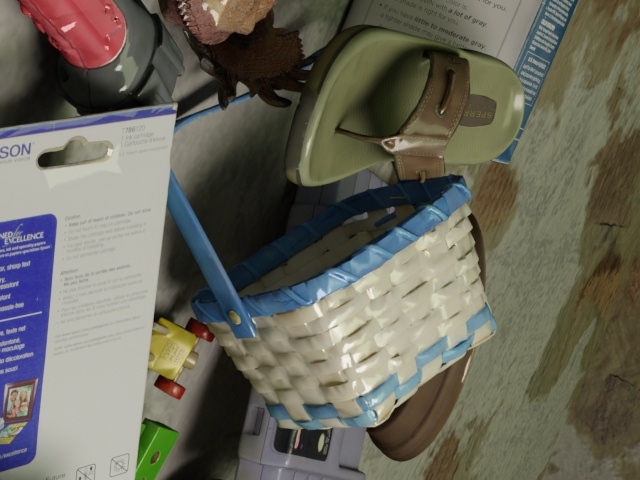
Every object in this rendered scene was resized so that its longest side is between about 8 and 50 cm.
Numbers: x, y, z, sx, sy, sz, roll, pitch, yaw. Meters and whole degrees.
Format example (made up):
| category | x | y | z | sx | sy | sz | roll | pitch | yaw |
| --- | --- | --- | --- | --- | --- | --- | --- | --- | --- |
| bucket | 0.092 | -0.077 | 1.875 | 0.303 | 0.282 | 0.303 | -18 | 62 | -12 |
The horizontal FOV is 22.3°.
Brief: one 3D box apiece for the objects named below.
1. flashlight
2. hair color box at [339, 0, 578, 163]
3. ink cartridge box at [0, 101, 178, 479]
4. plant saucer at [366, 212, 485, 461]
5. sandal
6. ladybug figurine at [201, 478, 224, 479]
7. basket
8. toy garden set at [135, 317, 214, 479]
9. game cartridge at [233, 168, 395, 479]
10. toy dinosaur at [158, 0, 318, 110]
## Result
| category | x | y | z | sx | sy | sz | roll | pitch | yaw |
| --- | --- | --- | --- | --- | --- | --- | --- | --- | --- |
| flashlight | -0.168 | -0.149 | 1.002 | 0.103 | 0.103 | 0.304 | -35 | 155 | -1 |
| hair color box | 0.152 | -0.262 | 1.470 | 0.105 | 0.174 | 0.347 | 5 | 109 | -66 |
| ink cartridge box | -0.195 | 0.057 | 1.118 | 0.165 | 0.065 | 0.332 | -11 | 122 | -39 |
| plant saucer | 0.094 | 0.091 | 1.693 | 0.278 | 0.041 | 0.277 | -166 | -90 | -73 |
| sandal | 0.083 | -0.098 | 1.242 | 0.303 | 0.086 | 0.120 | -10 | 119 | -49 |
| ladybug figurine | -0.140 | 0.455 | 1.590 | 0.305 | 0.162 | 0.449 | -17 | 129 | -61 |
| basket | 0.000 | 0.000 | 1.355 | 0.255 | 0.201 | 0.289 | -29 | 106 | -38 |
| toy garden set | -0.186 | 0.137 | 1.321 | 0.203 | 0.049 | 0.244 | -61 | 156 | -3 |
| game cartridge | 0.008 | 0.106 | 1.576 | 0.230 | 0.068 | 0.355 | 35 | 66 | -71 |
| toy dinosaur | -0.065 | -0.182 | 1.143 | 0.296 | 0.127 | 0.200 | -5 | 117 | -65 |
